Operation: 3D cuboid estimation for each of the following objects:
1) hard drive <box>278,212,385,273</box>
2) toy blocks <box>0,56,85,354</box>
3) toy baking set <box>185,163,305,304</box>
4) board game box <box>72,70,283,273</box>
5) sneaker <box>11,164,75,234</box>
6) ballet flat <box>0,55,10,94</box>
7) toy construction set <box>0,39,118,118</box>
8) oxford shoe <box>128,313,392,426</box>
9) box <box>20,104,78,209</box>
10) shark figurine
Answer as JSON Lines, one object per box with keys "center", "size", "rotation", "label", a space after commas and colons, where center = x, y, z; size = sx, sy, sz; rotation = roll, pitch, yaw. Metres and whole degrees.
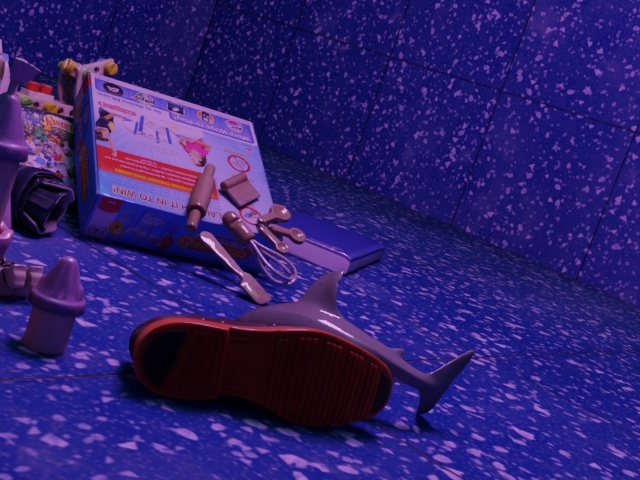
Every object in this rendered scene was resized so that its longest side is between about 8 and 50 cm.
{"center": [0.000, 0.000, 1.872], "size": [0.210, 0.040, 0.319], "rotation": [22, 9, 13], "label": "hard drive"}
{"center": [-0.352, -0.063, 0.841], "size": [0.288, 0.260, 0.309], "rotation": [26, 11, 37], "label": "toy blocks"}
{"center": [-0.112, -0.020, 1.375], "size": [0.197, 0.030, 0.256], "rotation": [29, 35, -11], "label": "toy baking set"}
{"center": [-0.237, -0.111, 1.482], "size": [0.308, 0.086, 0.302], "rotation": [15, 39, -29], "label": "board game box"}
{"center": [-0.434, -0.089, 1.235], "size": [0.163, 0.086, 0.226], "rotation": [27, -8, 32], "label": "sneaker"}
{"center": [-0.640, -0.273, 1.593], "size": [0.164, 0.182, 0.483], "rotation": [25, 4, 8], "label": "ballet flat"}
{"center": [-0.627, -0.344, 2.049], "size": [0.328, 0.215, 0.151], "rotation": [11, 12, -40], "label": "toy construction set"}
{"center": [-0.057, 0.118, 0.918], "size": [0.271, 0.097, 0.098], "rotation": [16, 3, -21], "label": "oxford shoe"}
{"center": [-0.443, -0.134, 1.458], "size": [0.233, 0.044, 0.159], "rotation": [10, 54, -45], "label": "box"}
{"center": [0.029, 0.098, 1.018], "size": [0.278, 0.116, 0.166], "rotation": [16, -15, 12], "label": "shark figurine"}
